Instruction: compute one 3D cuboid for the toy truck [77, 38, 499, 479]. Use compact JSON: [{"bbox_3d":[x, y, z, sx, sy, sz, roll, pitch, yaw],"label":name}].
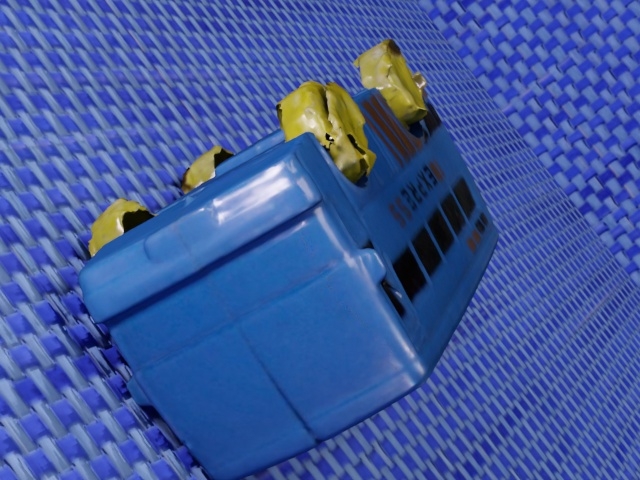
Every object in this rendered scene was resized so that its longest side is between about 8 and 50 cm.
[{"bbox_3d":[0.000,0.000,0.980,0.162,0.161,0.385,60,15,-4],"label":"toy truck"}]
